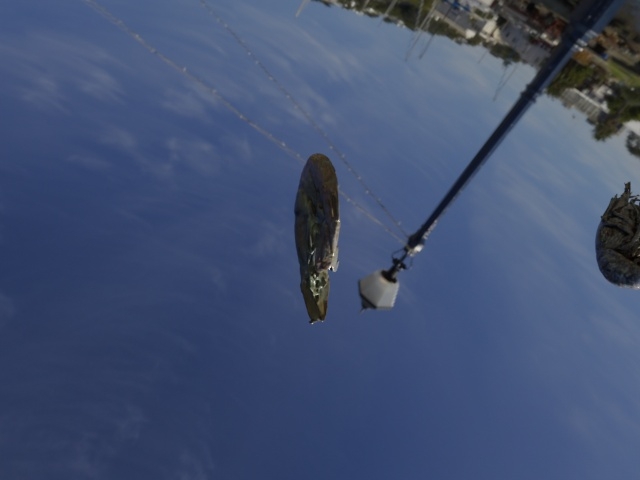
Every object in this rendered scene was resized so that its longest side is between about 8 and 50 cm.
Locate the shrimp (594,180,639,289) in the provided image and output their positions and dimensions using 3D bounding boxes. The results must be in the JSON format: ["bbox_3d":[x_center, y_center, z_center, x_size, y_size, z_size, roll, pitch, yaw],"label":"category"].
[{"bbox_3d":[0.335,-0.014,0.595,0.056,0.065,0.165,50,-128,-33],"label":"shrimp"}]

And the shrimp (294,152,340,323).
[{"bbox_3d":[0.000,0.000,0.707,0.048,0.223,0.126,-4,-174,-19],"label":"shrimp"}]
